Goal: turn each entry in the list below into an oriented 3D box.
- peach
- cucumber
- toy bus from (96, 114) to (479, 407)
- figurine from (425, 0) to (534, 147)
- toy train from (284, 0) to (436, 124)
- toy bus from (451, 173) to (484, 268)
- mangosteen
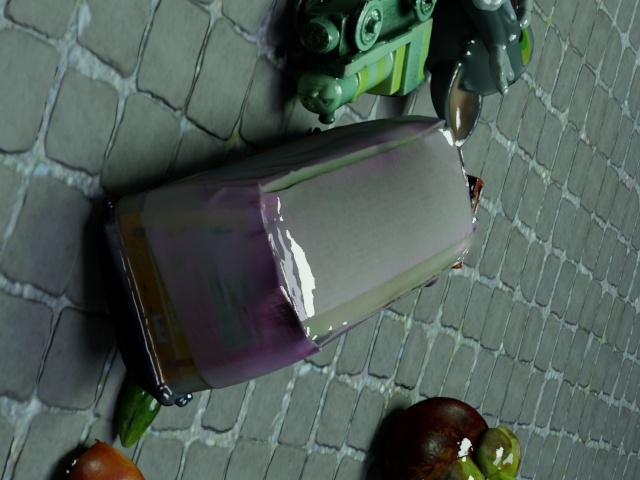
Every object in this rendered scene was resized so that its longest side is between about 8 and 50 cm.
[{"bbox_3d":[-0.169,0.210,1.161,0.098,0.061,0.098,17,90,-71],"label":"peach"},{"bbox_3d":[-0.125,0.090,1.214,0.167,0.039,0.039,-66,152,-15],"label":"cucumber"},{"bbox_3d":[0.000,0.000,1.230,0.386,0.162,0.171,-27,107,-58],"label":"toy bus"},{"bbox_3d":[0.143,-0.227,1.472,0.265,0.140,0.193,42,42,-48],"label":"figurine"},{"bbox_3d":[0.039,-0.179,1.349,0.200,0.083,0.132,-34,135,-52],"label":"toy train"},{"bbox_3d":[0.161,-0.022,1.728,0.043,0.031,0.110,9,97,-66],"label":"toy bus"},{"bbox_3d":[0.157,0.251,1.697,0.156,0.181,0.145,-52,126,-34],"label":"mangosteen"}]
